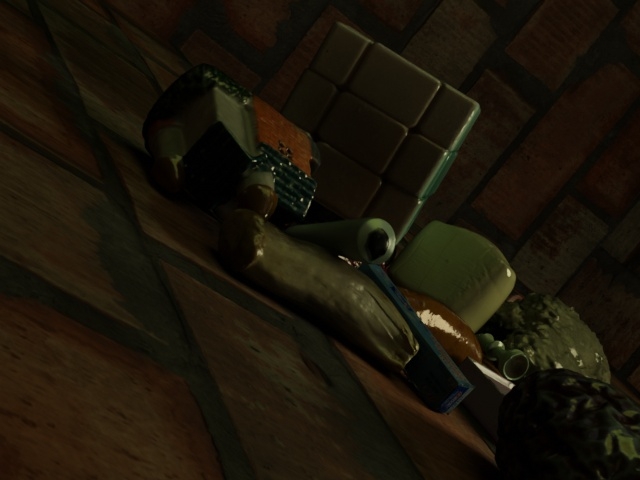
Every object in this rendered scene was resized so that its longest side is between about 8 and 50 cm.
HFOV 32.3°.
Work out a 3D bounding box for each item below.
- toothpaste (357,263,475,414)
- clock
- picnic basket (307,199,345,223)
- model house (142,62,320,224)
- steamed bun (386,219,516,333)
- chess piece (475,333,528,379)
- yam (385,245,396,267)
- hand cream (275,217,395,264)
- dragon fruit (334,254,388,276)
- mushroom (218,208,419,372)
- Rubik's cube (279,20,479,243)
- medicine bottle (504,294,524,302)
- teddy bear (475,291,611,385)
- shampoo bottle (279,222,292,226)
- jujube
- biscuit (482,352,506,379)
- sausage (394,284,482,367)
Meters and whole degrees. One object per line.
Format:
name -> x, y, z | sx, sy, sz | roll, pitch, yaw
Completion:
toothpaste -> 0.131, 0.146, 1.704 | 0.053, 0.066, 0.272 | 22, 25, -51
clock -> 0.311, 0.288, 1.820 | 0.150, 0.063, 0.197 | 32, 10, -37
picnic basket -> 0.054, -0.111, 2.492 | 0.297, 0.222, 0.129 | 26, 37, -54
model house -> -0.137, -0.091, 1.711 | 0.271, 0.190, 0.301 | 36, 23, -29
steamed bun -> 0.275, 0.081, 2.270 | 0.250, 0.200, 0.155 | 33, -14, 39
chess piece -> 0.336, 0.214, 2.111 | 0.059, 0.059, 0.149 | 34, 1, -28
yam -> 0.104, 0.015, 2.288 | 0.107, 0.107, 0.183 | 40, 10, 10
hand cream -> 0.000, 0.000, 1.696 | 0.109, 0.067, 0.320 | 11, -6, -32
dragon fruit -> 0.026, 0.057, 1.854 | 0.161, 0.120, 0.127 | -24, 103, -53
mushroom -> 0.001, 0.074, 1.591 | 0.351, 0.095, 0.123 | 34, 29, -23
Rubik's cube -> 0.104, -0.208, 2.167 | 0.318, 0.316, 0.322 | 32, 10, 5
medicine bottle -> 0.494, 0.246, 2.545 | 0.247, 0.147, 0.147 | 41, 9, 21
teddy bear -> 0.445, 0.250, 2.282 | 0.357, 0.224, 0.367 | 42, 24, 17
shampoo bottle -> -0.149, -0.128, 2.095 | 0.260, 0.064, 0.102 | 39, 9, 5
jujube -> 0.346, 0.297, 1.460 | 0.226, 0.226, 0.317 | 37, 14, -10
biscuit -> 0.286, 0.233, 2.074 | 0.202, 0.044, 0.289 | 35, 10, -39
sausage -> 0.186, 0.157, 1.870 | 0.270, 0.109, 0.109 | 34, 9, -43
